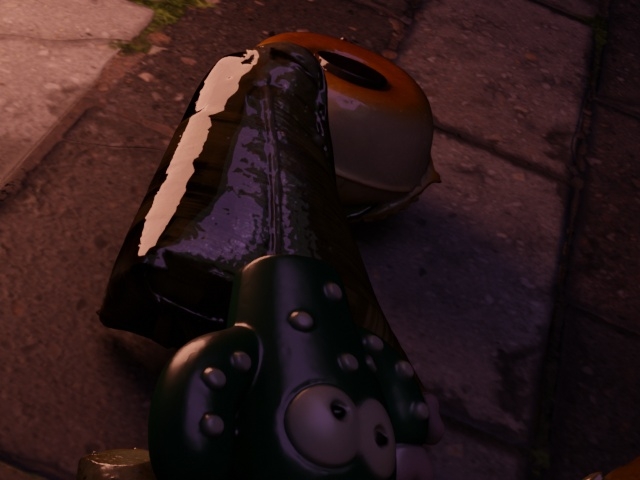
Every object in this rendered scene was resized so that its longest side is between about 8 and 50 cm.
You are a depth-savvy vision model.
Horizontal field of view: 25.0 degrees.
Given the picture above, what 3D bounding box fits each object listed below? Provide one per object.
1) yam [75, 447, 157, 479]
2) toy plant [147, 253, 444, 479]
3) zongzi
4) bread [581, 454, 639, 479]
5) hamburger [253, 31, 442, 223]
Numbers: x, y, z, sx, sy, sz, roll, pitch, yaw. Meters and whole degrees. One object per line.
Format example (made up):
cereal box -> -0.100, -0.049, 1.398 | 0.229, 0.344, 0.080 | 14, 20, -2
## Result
yam -> -0.124, 0.180, 0.926 | 0.070, 0.069, 0.146 | 12, 35, -17
toy plant -> -0.010, 0.133, 0.992 | 0.232, 0.113, 0.243 | 39, 46, -21
zongzi -> 0.000, 0.000, 1.172 | 0.288, 0.134, 0.286 | 25, 58, -7
bread -> 0.227, 0.253, 0.887 | 0.279, 0.225, 0.250 | -4, 42, -30
hamburger -> 0.004, -0.107, 1.367 | 0.237, 0.147, 0.237 | 19, 25, -9
